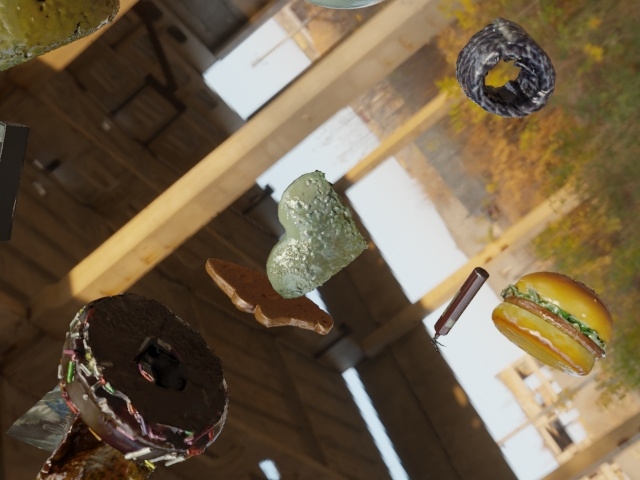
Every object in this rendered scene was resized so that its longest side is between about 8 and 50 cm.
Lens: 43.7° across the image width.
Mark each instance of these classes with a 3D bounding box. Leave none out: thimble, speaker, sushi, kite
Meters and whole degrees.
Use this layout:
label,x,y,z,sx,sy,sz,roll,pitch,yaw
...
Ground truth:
label,x,y,z,sx,sy,sz,roll,pitch,yaw
thimble,0.203,-0.184,0.881,0.104,0.095,0.066,50,-167,-39
speaker,-0.510,-0.094,1.277,0.040,0.191,0.046,22,-167,34
sushi,-0.297,0.397,1.178,0.179,0.167,0.296,-23,-116,-43
kite,-0.412,0.282,1.412,0.169,0.015,0.310,15,-157,0

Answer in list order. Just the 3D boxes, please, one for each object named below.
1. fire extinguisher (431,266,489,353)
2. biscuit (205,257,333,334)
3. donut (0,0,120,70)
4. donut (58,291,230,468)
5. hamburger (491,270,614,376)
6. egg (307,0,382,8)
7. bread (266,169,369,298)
label,x,y,z,sx,sy,sz,roll,pitch,yaw
fire extinguisher,0.234,0.114,1.373,0.035,0.173,0.049,23,-152,-14
biscuit,-0.102,0.107,1.503,0.280,0.043,0.183,23,-162,16
donut,-0.323,-0.221,0.802,0.272,0.272,0.107,-97,-9,-71
donut,-0.243,0.192,1.109,0.270,0.103,0.269,37,-156,-19
hamburger,0.475,0.154,1.618,0.246,0.170,0.246,36,175,4
egg,0.058,-0.499,1.394,0.183,0.264,0.182,48,153,35
bread,0.000,0.000,1.378,0.173,0.232,0.064,10,-168,-21
